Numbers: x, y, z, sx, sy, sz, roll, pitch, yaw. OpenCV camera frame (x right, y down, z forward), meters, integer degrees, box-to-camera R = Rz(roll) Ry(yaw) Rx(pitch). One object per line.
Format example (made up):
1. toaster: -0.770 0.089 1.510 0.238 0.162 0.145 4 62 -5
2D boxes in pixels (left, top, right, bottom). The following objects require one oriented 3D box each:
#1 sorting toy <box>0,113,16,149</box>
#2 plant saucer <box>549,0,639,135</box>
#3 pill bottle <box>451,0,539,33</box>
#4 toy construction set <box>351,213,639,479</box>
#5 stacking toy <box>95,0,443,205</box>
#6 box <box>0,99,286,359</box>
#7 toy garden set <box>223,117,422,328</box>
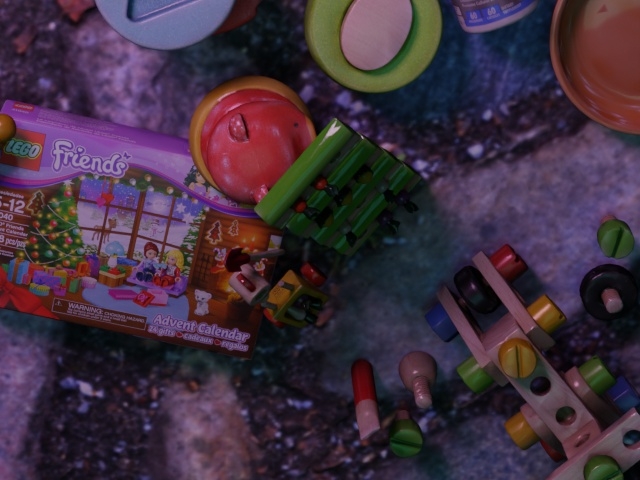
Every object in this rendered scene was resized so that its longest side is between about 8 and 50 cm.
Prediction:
1. sorting toy: -0.384 -0.196 1.487 0.126 0.127 0.365 -15 114 17
2. plant saucer: 0.315 -0.199 1.566 0.200 0.037 0.200 0 113 -1
3. pill bottle: 0.144 -0.267 1.510 0.078 0.078 0.137 -21 112 7
4. toy construction set: 0.188 0.159 1.605 0.308 0.237 0.257 -14 113 5
5. stacking toy: -0.041 -0.201 1.475 0.279 0.130 0.309 -31 104 4
6. box: -0.187 -0.008 1.620 0.293 0.057 0.201 12 111 -7
7. toy garden set: 0.000 0.000 1.523 0.049 0.244 0.204 44 98 18
